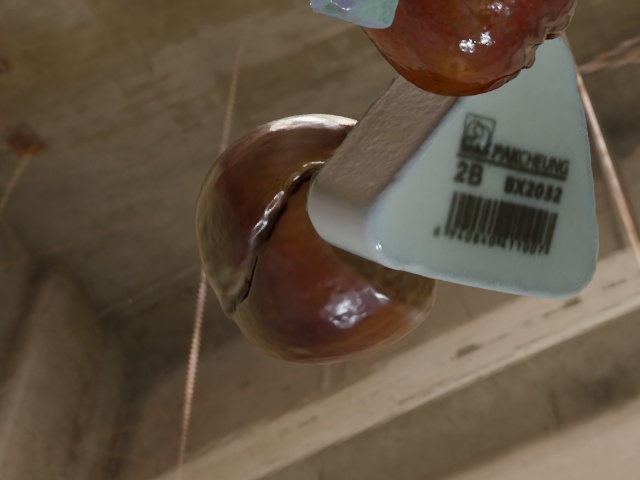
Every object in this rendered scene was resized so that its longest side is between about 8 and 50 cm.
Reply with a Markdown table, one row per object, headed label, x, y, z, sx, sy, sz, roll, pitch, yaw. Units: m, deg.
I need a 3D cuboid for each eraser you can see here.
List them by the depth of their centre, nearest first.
| label | x | y | z | sx | sy | sz | roll | pitch | yaw |
| --- | --- | --- | --- | --- | --- | --- | --- | --- | --- |
| eraser | 0.143 | -0.062 | 1.420 | 0.331 | 0.331 | 0.150 | -37 | -153 | -16 |

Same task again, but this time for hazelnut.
| label | x | y | z | sx | sy | sz | roll | pitch | yaw |
| --- | --- | --- | --- | --- | --- | --- | --- | --- | --- |
| hazelnut | 0.000 | 0.000 | 1.783 | 0.372 | 0.372 | 0.315 | -10 | 179 | 27 |

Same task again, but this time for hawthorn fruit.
| label | x | y | z | sx | sy | sz | roll | pitch | yaw |
| --- | --- | --- | --- | --- | --- | --- | --- | --- | --- |
| hawthorn fruit | 0.118 | -0.264 | 1.219 | 0.224 | 0.261 | 0.224 | -51 | -168 | 15 |

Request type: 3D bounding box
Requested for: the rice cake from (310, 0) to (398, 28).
| label | x | y | z | sx | sy | sz | roll | pitch | yaw |
| --- | --- | --- | --- | --- | --- | --- | --- | --- | --- |
| rice cake | 0.033 | -0.273 | 0.769 | 0.081 | 0.290 | 0.051 | -7 | -156 | -41 |
